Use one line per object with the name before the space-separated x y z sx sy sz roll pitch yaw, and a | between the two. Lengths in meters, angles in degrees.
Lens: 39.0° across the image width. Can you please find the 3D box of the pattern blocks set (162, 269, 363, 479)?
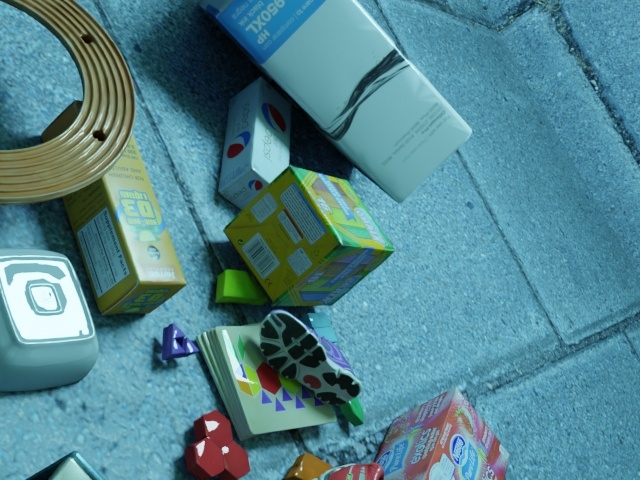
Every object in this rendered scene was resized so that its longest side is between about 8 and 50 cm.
pattern blocks set | -0.064 0.167 1.093 0.324 0.026 0.285 17 48 -49

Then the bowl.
bowl | -0.276 0.066 0.854 0.142 0.053 0.142 3 58 -53

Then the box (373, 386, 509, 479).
box | 0.140 0.320 1.147 0.128 0.122 0.257 52 29 -8

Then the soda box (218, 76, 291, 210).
soda box | -0.092 -0.138 1.309 0.074 0.069 0.216 38 35 -32

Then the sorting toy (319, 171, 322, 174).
sorting toy | -0.022 -0.065 1.334 0.045 0.075 0.083 33 37 -36

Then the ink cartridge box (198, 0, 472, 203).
ink cartridge box | 0.016 -0.270 1.399 0.395 0.166 0.285 44 4 -21

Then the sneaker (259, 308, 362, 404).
sneaker | -0.017 0.140 1.118 0.170 0.068 0.071 48 14 -33

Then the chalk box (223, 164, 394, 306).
chalk box | 0.000 0.000 1.215 0.132 0.132 0.213 55 22 19

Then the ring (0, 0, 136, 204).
ring | -0.351 -0.171 0.917 0.336 0.032 0.337 19 47 -22

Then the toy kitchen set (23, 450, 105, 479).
toy kitchen set | -0.274 0.144 0.663 0.207 0.166 0.122 49 30 -14

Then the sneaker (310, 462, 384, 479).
sneaker | 0.077 0.341 0.930 0.107 0.118 0.279 82 -16 -46

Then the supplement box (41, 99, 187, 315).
supplement box | -0.229 -0.036 0.998 0.078 0.080 0.233 2 61 -53
